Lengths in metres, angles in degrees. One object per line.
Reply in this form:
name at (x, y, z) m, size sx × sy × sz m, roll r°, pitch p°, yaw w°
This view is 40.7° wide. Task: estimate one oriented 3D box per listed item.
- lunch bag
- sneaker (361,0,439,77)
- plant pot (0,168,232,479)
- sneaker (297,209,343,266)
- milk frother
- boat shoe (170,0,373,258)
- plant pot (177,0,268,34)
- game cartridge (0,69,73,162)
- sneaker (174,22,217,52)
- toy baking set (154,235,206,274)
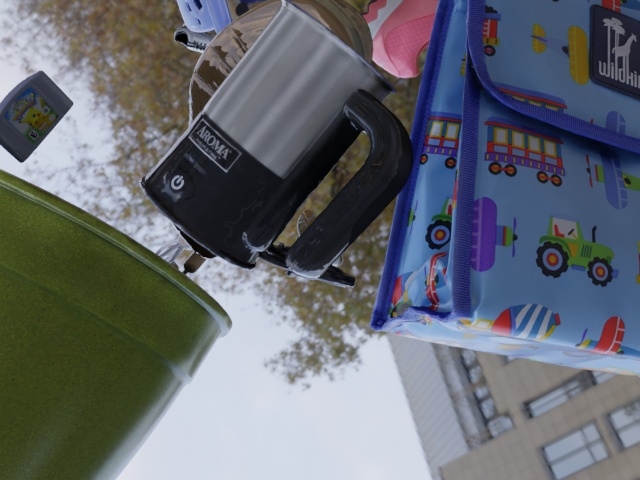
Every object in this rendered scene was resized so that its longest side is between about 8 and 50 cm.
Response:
lunch bag at (0.176, -0.066, 0.587) m, size 0.221 × 0.138 × 0.293 m, roll 11°, pitch -102°, yaw -15°
sneaker at (0.189, -0.386, 1.338) m, size 0.136 × 0.314 × 0.116 m, roll 42°, pitch -167°, yaw 8°
plant pot at (-0.329, 0.155, 0.829) m, size 0.366 × 0.366 × 0.353 m, roll 37°, pitch -110°, yaw -31°
sneaker at (0.000, 0.000, 1.062) m, size 0.037 × 0.032 × 0.083 m, roll 18°, pitch -140°, yaw -54°
milk frother at (-0.008, -0.044, 0.519) m, size 0.129 × 0.135 × 0.143 m, roll 41°, pitch -173°, yaw 10°
boat shoe at (-0.040, -0.099, 0.720) m, size 0.110 × 0.341 × 0.121 m, roll -33°, pitch -94°, yaw -33°
plant pot at (-0.093, -0.423, 1.211) m, size 0.212 × 0.236 × 0.236 m, roll -131°, pitch 23°, yaw -61°
game cartridge at (-0.289, -0.125, 0.854) m, size 0.017 × 0.083 × 0.056 m, roll 19°, pitch 158°, yaw 45°
sneaker at (-0.190, -0.317, 1.397) m, size 0.109 × 0.040 × 0.044 m, roll 27°, pitch -138°, yaw 18°
toy baking set at (-0.159, 0.000, 1.035) m, size 0.030 × 0.197 × 0.256 m, roll 48°, pitch -164°, yaw -13°
